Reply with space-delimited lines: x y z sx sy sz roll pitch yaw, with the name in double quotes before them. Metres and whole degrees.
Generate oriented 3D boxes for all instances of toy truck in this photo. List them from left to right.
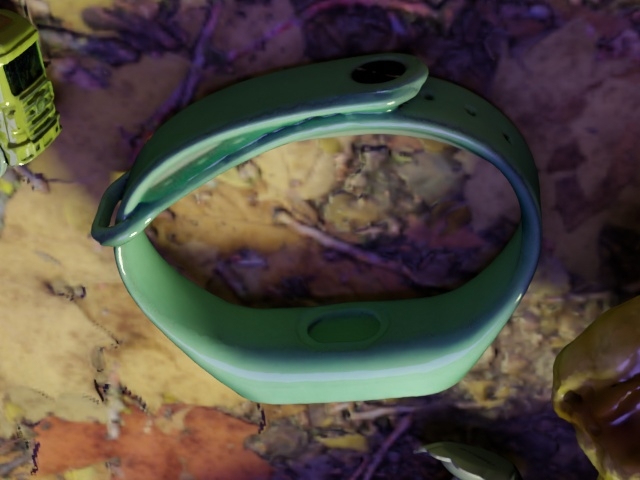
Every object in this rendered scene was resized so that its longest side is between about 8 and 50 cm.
"toy truck" -0.225 -0.082 0.856 0.168 0.077 0.100 -1 112 12

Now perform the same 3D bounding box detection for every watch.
"watch" 0.000 0.000 0.889 0.237 0.068 0.195 -4 124 9

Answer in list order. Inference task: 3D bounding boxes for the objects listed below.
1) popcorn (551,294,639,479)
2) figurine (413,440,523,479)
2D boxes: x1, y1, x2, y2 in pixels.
"popcorn" 0.221 0.089 0.821 0.200 0.203 0.226 35 103 15
"figurine" 0.088 0.169 0.992 0.094 0.082 0.086 25 98 37
